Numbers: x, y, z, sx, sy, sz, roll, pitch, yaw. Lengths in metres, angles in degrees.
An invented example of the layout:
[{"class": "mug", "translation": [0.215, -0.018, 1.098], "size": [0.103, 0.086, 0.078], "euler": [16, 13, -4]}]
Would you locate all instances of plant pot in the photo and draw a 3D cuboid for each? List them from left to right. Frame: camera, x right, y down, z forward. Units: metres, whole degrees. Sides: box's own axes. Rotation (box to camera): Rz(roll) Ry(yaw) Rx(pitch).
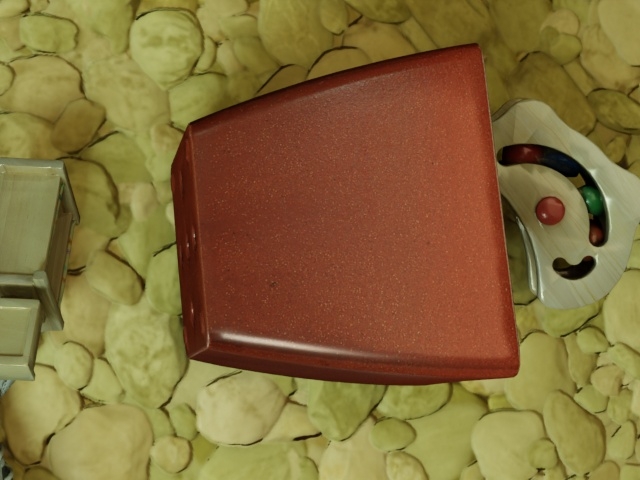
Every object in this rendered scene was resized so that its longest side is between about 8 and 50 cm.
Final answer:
[{"class": "plant pot", "translation": [0.000, 0.000, 1.038], "size": [0.236, 0.267, 0.267], "euler": [-5, 83, -12]}]

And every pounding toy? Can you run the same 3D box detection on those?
[{"class": "pounding toy", "translation": [0.240, -0.027, 1.241], "size": [0.269, 0.155, 0.154], "euler": [38, 96, -4]}]

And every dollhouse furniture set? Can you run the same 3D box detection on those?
[{"class": "dollhouse furniture set", "translation": [-0.290, 0.034, 0.971], "size": [0.161, 0.101, 0.182], "euler": [3, 60, 0]}]

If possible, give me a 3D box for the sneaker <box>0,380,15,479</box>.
[{"class": "sneaker", "translation": [-0.264, 0.156, 0.976], "size": [0.228, 0.086, 0.132], "euler": [49, 64, -8]}]
